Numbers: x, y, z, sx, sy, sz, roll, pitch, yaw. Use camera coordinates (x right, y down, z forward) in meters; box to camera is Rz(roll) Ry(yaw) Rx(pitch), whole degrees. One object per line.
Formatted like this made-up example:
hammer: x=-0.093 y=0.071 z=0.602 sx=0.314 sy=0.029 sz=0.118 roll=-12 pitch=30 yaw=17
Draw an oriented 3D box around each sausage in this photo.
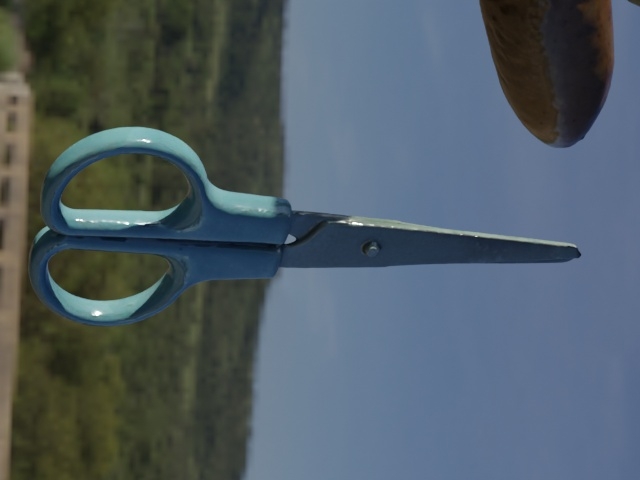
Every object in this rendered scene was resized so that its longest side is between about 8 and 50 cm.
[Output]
sausage: x=0.188 y=-0.313 z=1.524 sx=0.136 sy=0.123 sz=0.501 roll=-64 pitch=148 yaw=-67

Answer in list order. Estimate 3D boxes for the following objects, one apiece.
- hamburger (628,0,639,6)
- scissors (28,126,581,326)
hamburger: x=0.215 y=-0.210 z=1.110 sx=0.062 sy=0.140 sz=0.133 roll=-47 pitch=146 yaw=-29
scissors: x=0.000 y=0.000 z=1.351 sx=0.029 sy=0.447 sz=0.192 roll=-106 pitch=-155 yaw=-45
